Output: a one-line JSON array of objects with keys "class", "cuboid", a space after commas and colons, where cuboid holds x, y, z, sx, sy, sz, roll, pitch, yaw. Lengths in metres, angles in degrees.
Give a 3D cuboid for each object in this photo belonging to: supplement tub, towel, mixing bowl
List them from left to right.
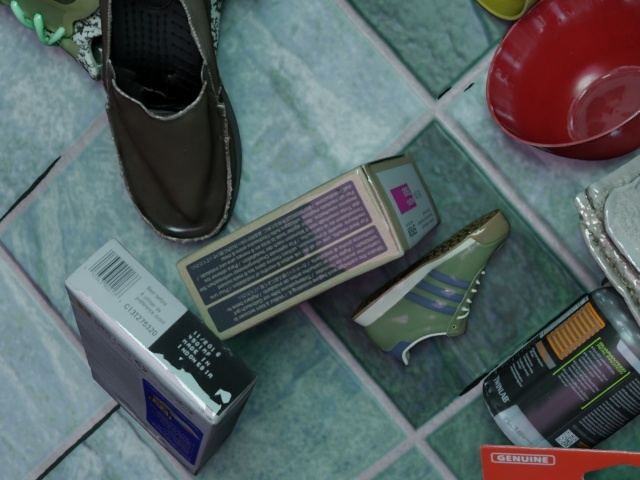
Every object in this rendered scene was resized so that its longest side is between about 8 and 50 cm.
[{"class": "supplement tub", "cuboid": [0.261, 0.125, 0.873, 0.190, 0.117, 0.117, -42, 85, 16]}, {"class": "mixing bowl", "cuboid": [0.256, -0.142, 0.833, 0.181, 0.098, 0.181, -21, 53, 31]}, {"class": "towel", "cuboid": [0.354, 0.042, 0.806, 0.282, 0.187, 0.049, 57, 146, 5]}]

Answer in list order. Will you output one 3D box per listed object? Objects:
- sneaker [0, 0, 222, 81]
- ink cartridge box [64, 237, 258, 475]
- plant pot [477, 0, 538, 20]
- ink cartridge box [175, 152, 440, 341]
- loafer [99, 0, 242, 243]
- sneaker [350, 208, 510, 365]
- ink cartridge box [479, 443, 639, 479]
[{"class": "sneaker", "cuboid": [-0.279, -0.260, 0.965, 0.410, 0.158, 0.182, 5, 107, 17]}, {"class": "ink cartridge box", "cuboid": [-0.162, 0.137, 0.912, 0.176, 0.371, 0.069, 42, 66, 7]}, {"class": "plant pot", "cuboid": [0.187, -0.289, 0.847, 0.095, 0.134, 0.134, -34, 87, -8]}, {"class": "ink cartridge box", "cuboid": [0.000, 0.000, 0.868, 0.193, 0.234, 0.088, -26, 90, 18]}, {"class": "loafer", "cuboid": [-0.160, -0.137, 0.887, 0.133, 0.130, 0.366, -4, 125, 4]}, {"class": "sneaker", "cuboid": [0.130, 0.055, 0.932, 0.192, 0.064, 0.086, -37, 94, 17]}, {"class": "ink cartridge box", "cuboid": [0.292, 0.296, 0.859, 0.275, 0.060, 0.239, -1, 130, 15]}]
